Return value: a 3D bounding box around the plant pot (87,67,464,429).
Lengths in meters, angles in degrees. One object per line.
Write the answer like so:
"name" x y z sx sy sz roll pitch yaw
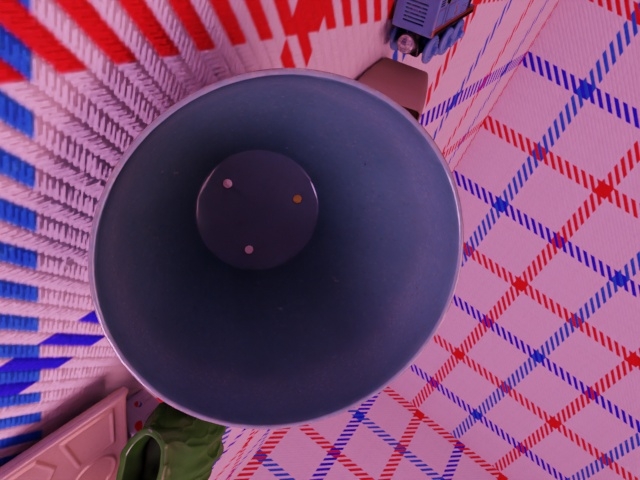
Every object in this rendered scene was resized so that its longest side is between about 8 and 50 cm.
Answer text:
"plant pot" -0.044 -0.006 0.467 0.290 0.290 0.195 -56 -158 6

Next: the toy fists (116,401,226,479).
"toy fists" -0.185 0.223 0.678 0.142 0.096 0.278 24 74 -61

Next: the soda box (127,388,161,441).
"soda box" -0.298 0.335 0.769 0.069 0.074 0.216 -33 154 -57

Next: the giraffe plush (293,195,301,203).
"giraffe plush" 0.000 0.000 0.655 0.181 0.170 0.210 -36 178 41

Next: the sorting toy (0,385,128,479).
"sorting toy" -0.322 0.289 0.600 0.193 0.038 0.208 -32 147 -49

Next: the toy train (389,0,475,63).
"toy train" 0.169 -0.333 0.724 0.184 0.080 0.105 -43 156 -40

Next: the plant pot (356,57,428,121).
"plant pot" 0.111 -0.215 0.767 0.109 0.109 0.096 96 21 -64
